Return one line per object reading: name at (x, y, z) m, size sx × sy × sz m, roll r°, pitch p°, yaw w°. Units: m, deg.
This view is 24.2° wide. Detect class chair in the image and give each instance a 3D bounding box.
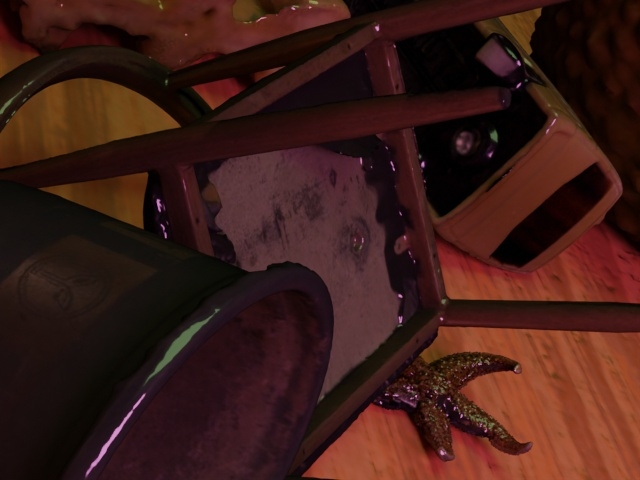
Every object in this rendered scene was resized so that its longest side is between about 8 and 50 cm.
chair at (0.000, 0.000, 0.582) m, size 0.272 × 0.166 × 0.188 m, roll 0°, pitch 24°, yaw 34°

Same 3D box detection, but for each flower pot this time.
flower pot at (-0.080, 0.054, 0.447) m, size 0.106 × 0.157 × 0.157 m, roll 31°, pitch 26°, yaw 18°

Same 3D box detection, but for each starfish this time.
starfish at (0.057, 0.069, 0.679) m, size 0.091 × 0.028 × 0.078 m, roll 36°, pitch 41°, yaw 5°

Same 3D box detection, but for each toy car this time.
toy car at (0.071, -0.099, 0.882) m, size 0.124 × 0.101 × 0.257 m, roll 32°, pitch 21°, yaw -45°

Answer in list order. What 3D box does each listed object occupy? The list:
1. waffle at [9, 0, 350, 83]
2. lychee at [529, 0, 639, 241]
waffle at (-0.182, -0.214, 0.833) m, size 0.348 × 0.077 × 0.304 m, roll 9°, pitch 35°, yaw -38°
lychee at (0.259, -0.112, 0.934) m, size 0.270 × 0.270 × 0.320 m, roll 16°, pitch 52°, yaw -29°
